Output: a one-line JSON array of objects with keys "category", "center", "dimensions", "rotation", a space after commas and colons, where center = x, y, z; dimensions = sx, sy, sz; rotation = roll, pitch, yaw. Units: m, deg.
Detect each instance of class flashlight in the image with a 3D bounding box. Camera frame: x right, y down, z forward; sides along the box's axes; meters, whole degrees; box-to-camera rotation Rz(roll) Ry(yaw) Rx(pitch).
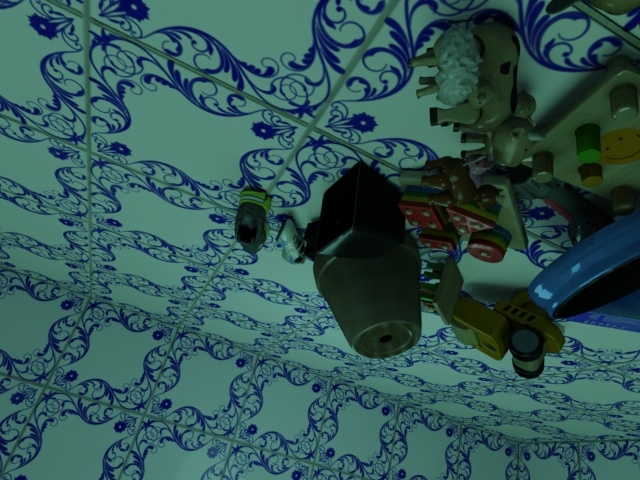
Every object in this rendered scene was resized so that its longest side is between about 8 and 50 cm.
[{"category": "flashlight", "center": [0.537, -0.072, 1.050], "dimensions": [0.304, 0.103, 0.103], "rotation": [30, -170, -20]}]

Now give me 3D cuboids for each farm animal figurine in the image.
[{"category": "farm animal figurine", "center": [0.288, -0.211, 0.802], "dimensions": [0.173, 0.330, 0.326], "rotation": [0, 119, 29]}]

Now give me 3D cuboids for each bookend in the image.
[{"category": "bookend", "center": [0.000, 0.000, 1.432], "dimensions": [0.157, 0.072, 0.156], "rotation": [-18, 138, 43]}]

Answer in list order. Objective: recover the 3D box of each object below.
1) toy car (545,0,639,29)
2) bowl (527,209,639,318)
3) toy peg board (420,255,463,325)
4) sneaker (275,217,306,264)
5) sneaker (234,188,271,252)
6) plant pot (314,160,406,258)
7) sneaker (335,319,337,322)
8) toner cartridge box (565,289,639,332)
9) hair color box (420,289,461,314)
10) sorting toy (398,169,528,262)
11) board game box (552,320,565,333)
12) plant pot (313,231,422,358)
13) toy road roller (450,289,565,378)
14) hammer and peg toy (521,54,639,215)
[{"category": "toy car", "center": [0.404, -0.323, 0.620], "dimensions": [0.189, 0.155, 0.148], "rotation": [12, 144, 30]}, {"category": "bowl", "center": [0.653, 0.054, 1.031], "dimensions": [0.392, 0.077, 0.391], "rotation": [-17, 150, -10]}, {"category": "toy peg board", "center": [0.364, 0.150, 1.454], "dimensions": [0.079, 0.161, 0.160], "rotation": [9, 153, 35]}, {"category": "sneaker", "center": [-0.084, 0.005, 1.464], "dimensions": [0.086, 0.085, 0.237], "rotation": [18, 157, 12]}, {"category": "sneaker", "center": [-0.217, -0.031, 1.427], "dimensions": [0.111, 0.121, 0.299], "rotation": [14, 151, 2]}, {"category": "plant pot", "center": [0.111, -0.054, 1.192], "dimensions": [0.167, 0.187, 0.187], "rotation": [19, 151, -22]}, {"category": "sneaker", "center": [0.161, 0.175, 1.641], "dimensions": [0.302, 0.120, 0.108], "rotation": [-31, 147, 25]}, {"category": "toner cartridge box", "center": [0.828, 0.151, 1.232], "dimensions": [0.348, 0.165, 0.075], "rotation": [8, 150, 10]}, {"category": "hair color box", "center": [0.396, 0.218, 1.655], "dimensions": [0.168, 0.053, 0.093], "rotation": [11, 150, 4]}, {"category": "sorting toy", "center": [0.330, -0.045, 1.124], "dimensions": [0.256, 0.089, 0.257], "rotation": [11, 154, 39]}, {"category": "board game box", "center": [0.756, 0.295, 1.653], "dimensions": [0.154, 0.026, 0.103], "rotation": [27, 148, -21]}, {"category": "plant pot", "center": [0.156, 0.162, 1.332], "dimensions": [0.324, 0.280, 0.323], "rotation": [-6, 137, -6]}, {"category": "toy road roller", "center": [0.599, 0.255, 1.502], "dimensions": [0.330, 0.240, 0.202], "rotation": [25, 160, 38]}, {"category": "hammer and peg toy", "center": [0.557, -0.192, 0.794], "dimensions": [0.266, 0.127, 0.361], "rotation": [20, 150, -10]}]
